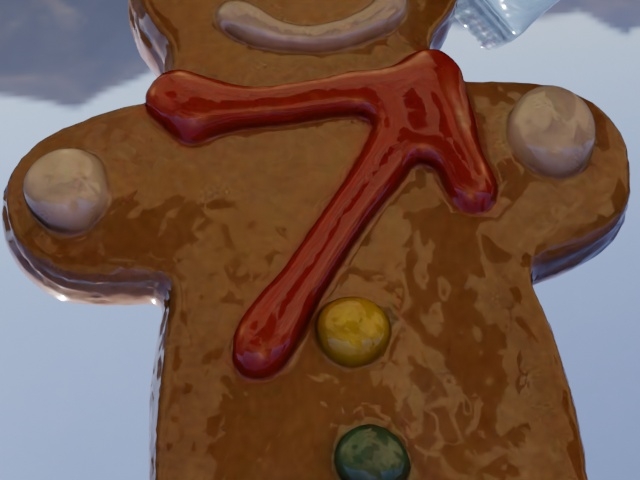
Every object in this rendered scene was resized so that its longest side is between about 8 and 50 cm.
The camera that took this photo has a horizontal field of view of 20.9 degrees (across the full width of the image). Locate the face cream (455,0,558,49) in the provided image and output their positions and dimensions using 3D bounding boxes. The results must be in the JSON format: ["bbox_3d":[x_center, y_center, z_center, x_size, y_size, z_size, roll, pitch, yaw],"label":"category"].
[{"bbox_3d":[0.119,-0.166,0.588,0.086,0.135,0.385,-49,-166,-27],"label":"face cream"}]

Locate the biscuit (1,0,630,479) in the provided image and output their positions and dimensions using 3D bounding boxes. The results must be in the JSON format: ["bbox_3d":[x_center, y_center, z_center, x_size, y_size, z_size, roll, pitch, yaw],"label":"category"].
[{"bbox_3d":[0.001,-0.001,0.552,0.205,0.324,0.049,-1,153,-4],"label":"biscuit"}]
